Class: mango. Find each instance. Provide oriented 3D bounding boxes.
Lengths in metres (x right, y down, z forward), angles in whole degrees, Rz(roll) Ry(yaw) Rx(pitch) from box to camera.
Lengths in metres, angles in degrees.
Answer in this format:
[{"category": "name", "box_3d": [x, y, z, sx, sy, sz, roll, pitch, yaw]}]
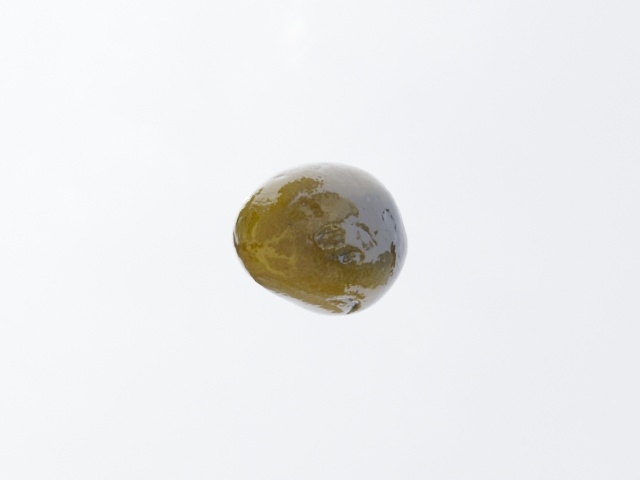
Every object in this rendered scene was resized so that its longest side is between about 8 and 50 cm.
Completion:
[{"category": "mango", "box_3d": [0.000, 0.000, 1.365, 0.098, 0.195, 0.137, -2, -87, 37]}]
